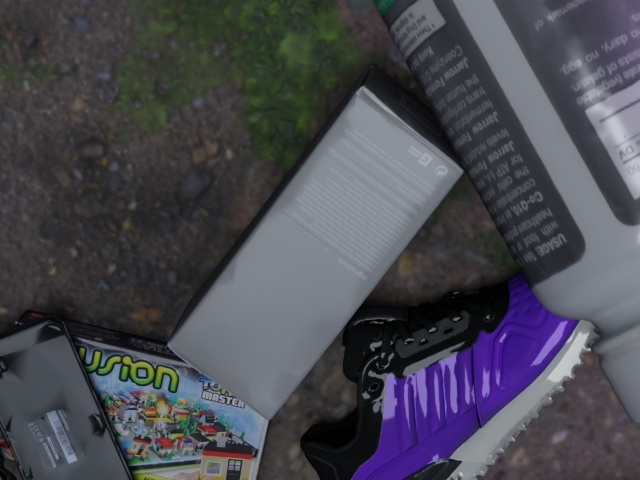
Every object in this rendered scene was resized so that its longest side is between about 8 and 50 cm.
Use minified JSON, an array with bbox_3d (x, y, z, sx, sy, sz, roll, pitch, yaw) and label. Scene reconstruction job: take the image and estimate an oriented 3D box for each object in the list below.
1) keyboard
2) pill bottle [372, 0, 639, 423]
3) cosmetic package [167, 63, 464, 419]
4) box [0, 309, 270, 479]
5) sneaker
[{"bbox_3d":[-0.212,0.153,1.491,0.108,0.023,0.180,-22,100,4],"label":"keyboard"},{"bbox_3d":[0.195,-0.074,1.300,0.204,0.204,0.361,-29,85,12],"label":"pill bottle"},{"bbox_3d":[0.000,0.000,1.417,0.107,0.127,0.238,39,103,-5],"label":"cosmetic package"},{"bbox_3d":[-0.143,0.133,1.510,0.207,0.036,0.114,13,105,2],"label":"box"},{"bbox_3d":[0.092,0.086,1.441,0.146,0.102,0.293,38,105,-4],"label":"sneaker"}]
